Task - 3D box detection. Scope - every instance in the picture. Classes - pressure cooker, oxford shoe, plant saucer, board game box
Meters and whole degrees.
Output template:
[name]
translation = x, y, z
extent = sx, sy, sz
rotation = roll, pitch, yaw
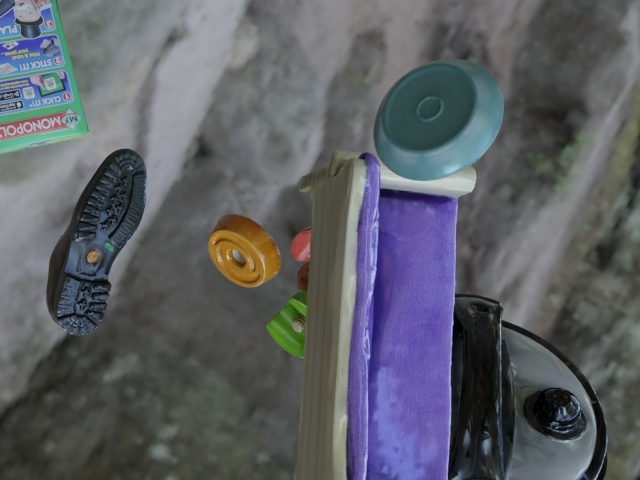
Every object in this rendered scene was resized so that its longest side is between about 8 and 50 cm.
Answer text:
[pressure cooker]
translation = 0.165, 0.290, 2.007
extent = 0.375, 0.370, 0.420
rotation = -24, 143, -31
[oxford shoe]
translation = -0.279, -0.008, 1.912
extent = 0.096, 0.082, 0.227
rotation = 23, -91, 57
[plant saucer]
translation = 0.095, -0.108, 1.355
extent = 0.119, 0.119, 0.021
rotation = -62, 145, -13
[board game box]
translation = -0.467, -0.207, 2.032
extent = 0.317, 0.214, 0.046
rotation = -14, -177, -33

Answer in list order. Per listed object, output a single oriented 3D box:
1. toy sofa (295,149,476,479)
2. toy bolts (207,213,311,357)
[toy sofa]
translation = 0.064, 0.102, 1.515
extent = 0.177, 0.150, 0.363
rotation = 158, -63, -70
[toy bolts]
translation = 0.000, 0.000, 2.010
extent = 0.158, 0.218, 0.228
rotation = -46, -178, -39
